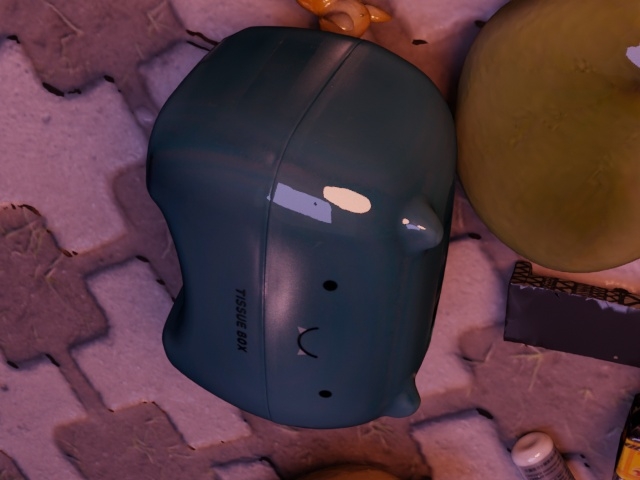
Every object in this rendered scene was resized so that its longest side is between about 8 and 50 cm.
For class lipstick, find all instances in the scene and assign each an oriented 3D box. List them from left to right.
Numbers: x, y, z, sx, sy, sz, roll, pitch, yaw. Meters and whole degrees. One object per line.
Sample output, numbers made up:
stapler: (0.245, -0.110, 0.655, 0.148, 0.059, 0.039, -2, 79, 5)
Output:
lipstick: (0.212, 0.229, 1.035, 0.040, 0.040, 0.141, -21, 110, 31)

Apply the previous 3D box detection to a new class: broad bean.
broad bean: (0.182, -0.082, 0.809, 0.189, 0.121, 0.263, 31, 129, 8)

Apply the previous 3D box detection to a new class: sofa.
sofa: (0.205, 0.057, 0.934, 0.118, 0.039, 0.060, 10, 124, 16)

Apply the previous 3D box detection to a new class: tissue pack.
tissue pack: (0.000, 0.000, 0.875, 0.206, 0.198, 0.287, 18, 135, 14)

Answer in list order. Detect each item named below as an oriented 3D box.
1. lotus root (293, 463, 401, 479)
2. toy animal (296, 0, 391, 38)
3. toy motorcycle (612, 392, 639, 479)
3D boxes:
lotus root: (-0.005, 0.282, 1.093, 0.303, 0.146, 0.131, -31, 106, 38)
toy animal: (0.011, -0.181, 0.860, 0.083, 0.060, 0.081, 39, 128, 7)
toy motorcycle: (0.368, 0.154, 0.895, 0.263, 0.091, 0.157, 16, 129, 13)
